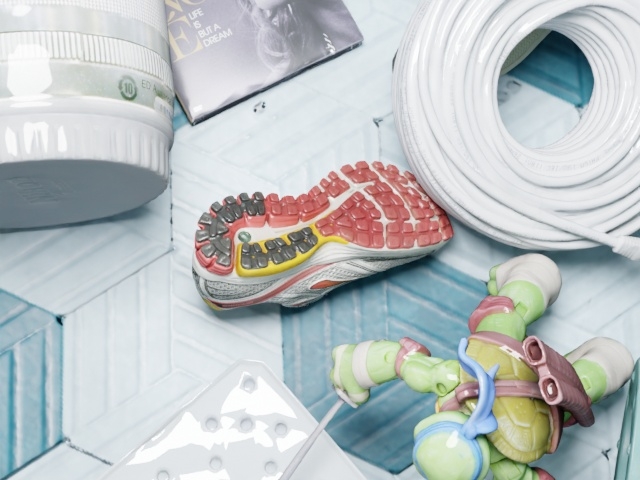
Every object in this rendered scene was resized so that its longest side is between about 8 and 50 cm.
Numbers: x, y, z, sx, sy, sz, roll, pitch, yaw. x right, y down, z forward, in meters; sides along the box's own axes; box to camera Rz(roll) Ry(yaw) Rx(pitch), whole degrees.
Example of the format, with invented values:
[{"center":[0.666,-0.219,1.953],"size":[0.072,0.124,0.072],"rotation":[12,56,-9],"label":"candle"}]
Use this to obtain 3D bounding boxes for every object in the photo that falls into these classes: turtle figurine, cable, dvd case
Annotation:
[{"center":[0.105,0.140,1.025],"size":[0.197,0.275,0.266],"rotation":[23,33,24],"label":"turtle figurine"},{"center":[0.184,-0.120,1.087],"size":[0.257,0.089,0.257],"rotation":[8,96,-13],"label":"cable"},{"center":[-0.086,-0.228,1.163],"size":[0.164,0.018,0.221],"rotation":[-27,81,-10],"label":"dvd case"}]

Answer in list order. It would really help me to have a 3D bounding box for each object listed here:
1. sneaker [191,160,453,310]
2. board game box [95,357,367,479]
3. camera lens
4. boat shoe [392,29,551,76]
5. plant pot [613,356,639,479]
[{"center":[0.000,0.000,1.094],"size":[0.225,0.093,0.088],"rotation":[-9,58,-22],"label":"sneaker"},{"center":[-0.072,0.354,1.016],"size":[0.390,0.050,0.390],"rotation":[-40,83,-12],"label":"board game box"},{"center":[-0.225,-0.165,1.031],"size":[0.219,0.219,0.274],"rotation":[-6,78,-7],"label":"camera lens"},{"center":[0.151,-0.203,1.163],"size":[0.233,0.084,0.079],"rotation":[-39,45,-6],"label":"boat shoe"},{"center":[0.329,0.190,0.981],"size":[0.235,0.293,0.293],"rotation":[8,76,10],"label":"plant pot"}]
